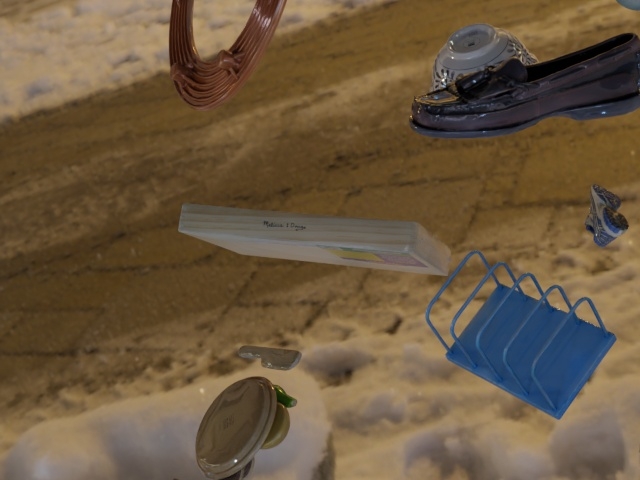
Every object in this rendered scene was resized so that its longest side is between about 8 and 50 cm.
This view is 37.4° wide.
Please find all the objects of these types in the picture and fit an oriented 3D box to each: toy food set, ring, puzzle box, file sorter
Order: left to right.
[{"bbox_3d":[-0.117,-0.321,1.124,0.032,0.336,0.336,12,15,-30],"label":"ring"},{"bbox_3d":[-0.085,0.208,1.035,0.132,0.038,0.192,1,57,53],"label":"toy food set"},{"bbox_3d":[0.000,0.000,1.618,0.409,0.052,0.272,5,-8,19],"label":"puzzle box"},{"bbox_3d":[0.224,0.100,1.086,0.170,0.104,0.118,26,72,45],"label":"file sorter"}]

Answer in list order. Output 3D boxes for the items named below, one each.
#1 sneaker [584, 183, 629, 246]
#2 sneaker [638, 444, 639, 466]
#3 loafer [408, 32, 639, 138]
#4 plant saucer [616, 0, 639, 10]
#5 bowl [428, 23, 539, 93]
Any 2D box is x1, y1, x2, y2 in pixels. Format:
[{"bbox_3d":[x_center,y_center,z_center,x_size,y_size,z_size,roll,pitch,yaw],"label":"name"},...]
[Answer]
[{"bbox_3d":[0.426,-0.038,1.447,0.052,0.058,0.135,27,32,-8],"label":"sneaker"},{"bbox_3d":[0.455,0.318,1.201,0.094,0.235,0.153,-2,51,30],"label":"sneaker"},{"bbox_3d":[0.251,-0.194,1.151,0.303,0.095,0.109,-9,31,-12],"label":"loafer"},{"bbox_3d":[0.580,-0.489,1.628,0.195,0.195,0.037,-26,33,-13],"label":"plant saucer"},{"bbox_3d":[0.233,-0.268,1.400,0.170,0.080,0.170,-15,41,13],"label":"bowl"}]
